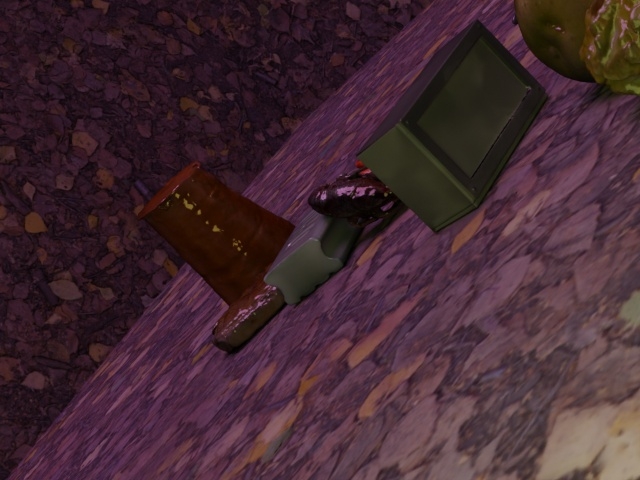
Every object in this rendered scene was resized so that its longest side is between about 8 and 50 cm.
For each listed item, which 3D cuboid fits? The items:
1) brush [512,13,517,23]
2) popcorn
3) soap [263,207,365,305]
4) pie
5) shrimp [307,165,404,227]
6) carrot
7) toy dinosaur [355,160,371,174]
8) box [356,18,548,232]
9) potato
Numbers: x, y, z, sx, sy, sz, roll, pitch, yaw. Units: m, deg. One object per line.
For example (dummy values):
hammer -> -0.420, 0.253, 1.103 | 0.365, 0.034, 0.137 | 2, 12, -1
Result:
brush -> 0.428, -0.490, 1.853 | 0.266, 0.027, 0.062 | -48, 9, -10
popcorn -> 0.279, -0.182, 0.904 | 0.106, 0.116, 0.121 | -37, 27, -30
soap -> 0.000, 0.000, 1.525 | 0.119, 0.066, 0.198 | -39, 11, 30
pie -> -0.098, 0.094, 1.623 | 0.195, 0.046, 0.195 | -44, 11, 11
shrimp -> 0.067, -0.064, 1.421 | 0.190, 0.074, 0.073 | -13, 22, 35
carrot -> -0.170, -0.017, 1.792 | 0.196, 0.254, 0.196 | -44, 14, 13
toy dinosaur -> 0.093, -0.110, 1.640 | 0.279, 0.055, 0.101 | -45, 18, -1
box -> 0.160, -0.137, 1.197 | 0.086, 0.129, 0.225 | -35, 14, 51
potato -> 0.280, -0.219, 1.034 | 0.202, 0.182, 0.117 | -172, 94, -69
